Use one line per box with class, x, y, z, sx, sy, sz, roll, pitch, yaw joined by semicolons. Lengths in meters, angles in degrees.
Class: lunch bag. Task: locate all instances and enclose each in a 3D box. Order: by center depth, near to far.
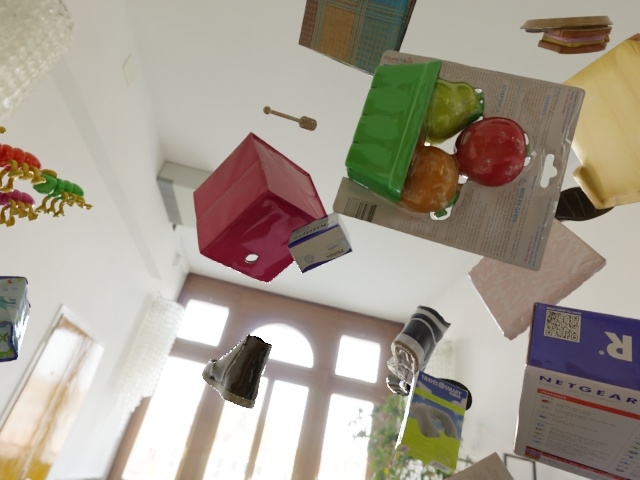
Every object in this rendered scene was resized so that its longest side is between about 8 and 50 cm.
lunch bag;-0.551;0.120;0.639;0.151;0.129;0.096;0;-60;-25

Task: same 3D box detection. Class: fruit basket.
fruit basket;0.233;-0.150;0.714;0.352;0.327;0.165;17;-7;5

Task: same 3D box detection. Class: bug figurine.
bug figurine;-0.522;-0.091;0.664;0.278;0.072;0.216;-9;-16;16

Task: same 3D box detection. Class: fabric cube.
fabric cube;-0.165;-0.082;1.143;0.258;0.259;0.254;-39;-44;20

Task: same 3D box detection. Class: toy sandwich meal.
toy sandwich meal;0.231;-0.194;0.389;0.085;0.086;0.029;4;-63;14

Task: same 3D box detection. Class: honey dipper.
honey dipper;-0.069;-0.282;0.941;0.030;0.031;0.160;-15;-10;38

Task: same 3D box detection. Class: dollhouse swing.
dollhouse swing;0.724;-0.250;0.842;0.314;0.305;0.347;-15;-3;-4

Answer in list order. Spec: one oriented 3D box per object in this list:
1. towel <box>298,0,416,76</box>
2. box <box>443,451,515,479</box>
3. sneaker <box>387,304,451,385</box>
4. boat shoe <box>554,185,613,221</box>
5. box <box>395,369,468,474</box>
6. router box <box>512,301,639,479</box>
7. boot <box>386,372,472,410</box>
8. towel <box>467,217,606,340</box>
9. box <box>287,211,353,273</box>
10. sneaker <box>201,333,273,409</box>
towel;0.095;-0.638;1.156;0.370;0.040;0.272;36;-55;31
box;0.211;0.420;0.636;0.170;0.091;0.130;-19;-34;-16
sneaker;0.255;0.272;1.069;0.099;0.153;0.282;31;-25;25
boat shoe;0.791;-0.115;1.325;0.104;0.111;0.307;-20;3;-34
box;0.223;0.342;0.809;0.108;0.178;0.042;23;-43;8
router box;0.408;0.214;0.462;0.335;0.082;0.301;8;-38;28
boot;0.374;0.519;1.444;0.246;0.094;0.207;16;-17;-4
towel;0.626;0.091;1.246;0.053;0.317;0.332;30;-66;-20
box;0.000;0.000;0.947;0.126;0.137;0.072;-25;-74;7
sneaker;-0.156;0.237;0.800;0.083;0.118;0.222;31;-18;-25
